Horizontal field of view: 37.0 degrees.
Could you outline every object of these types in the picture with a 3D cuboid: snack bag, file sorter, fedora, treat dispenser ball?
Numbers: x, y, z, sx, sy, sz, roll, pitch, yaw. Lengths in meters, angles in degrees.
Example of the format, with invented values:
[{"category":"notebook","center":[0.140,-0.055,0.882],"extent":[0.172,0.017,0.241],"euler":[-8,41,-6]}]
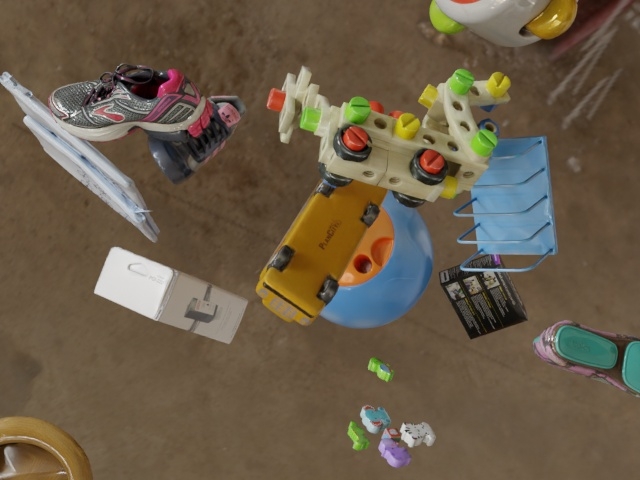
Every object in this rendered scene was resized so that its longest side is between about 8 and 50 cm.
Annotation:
[{"category":"snack bag","center":[-0.439,-0.141,1.779],"extent":[0.323,0.342,0.037],"euler":[40,78,7]},{"category":"file sorter","center":[0.250,-0.049,1.329],"extent":[0.104,0.118,0.170],"euler":[-29,114,-54]},{"category":"fedora","center":[-0.380,0.312,1.244],"extent":[0.194,0.079,0.194],"euler":[0,92,7]},{"category":"treat dispenser ball","center":[0.082,0.032,1.913],"extent":[0.288,0.288,0.288],"euler":[12,66,-27]}]

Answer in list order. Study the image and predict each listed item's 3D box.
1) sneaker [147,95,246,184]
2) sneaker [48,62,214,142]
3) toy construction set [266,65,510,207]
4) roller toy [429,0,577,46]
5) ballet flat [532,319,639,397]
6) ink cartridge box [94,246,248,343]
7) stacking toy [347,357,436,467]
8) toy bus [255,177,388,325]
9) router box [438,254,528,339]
[{"category":"sneaker","center":[-0.214,-0.198,1.703],"extent":[0.112,0.131,0.319],"euler":[58,15,-18]},{"category":"sneaker","center":[-0.319,-0.237,1.556],"extent":[0.112,0.299,0.121],"euler":[56,43,-51]},{"category":"toy construction set","center":[0.090,-0.151,1.249],"extent":[0.327,0.151,0.215],"euler":[7,56,-1]},{"category":"roller toy","center":[0.266,-0.375,1.335],"extent":[0.146,0.209,0.191],"euler":[15,84,-45]},{"category":"ballet flat","center":[0.379,0.158,1.252],"extent":[0.221,0.079,0.077],"euler":[18,77,-12]},{"category":"ink cartridge box","center":[-0.254,0.096,1.648],"extent":[0.218,0.158,0.092],"euler":[32,78,-56]},{"category":"stacking toy","center":[0.103,0.322,1.581],"extent":[0.052,0.167,0.221],"euler":[4,30,-25]},{"category":"toy bus","center":[0.000,0.000,1.559],"extent":[0.108,0.130,0.333],"euler":[35,50,-6]},{"category":"router box","center":[0.344,0.119,2.013],"extent":[0.179,0.133,0.046],"euler":[58,20,-34]}]
